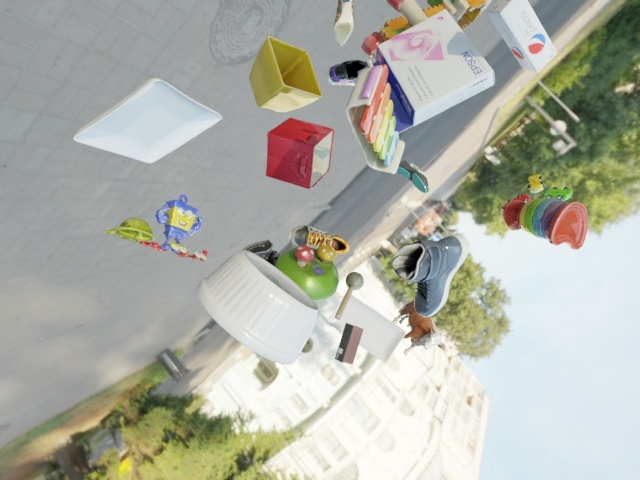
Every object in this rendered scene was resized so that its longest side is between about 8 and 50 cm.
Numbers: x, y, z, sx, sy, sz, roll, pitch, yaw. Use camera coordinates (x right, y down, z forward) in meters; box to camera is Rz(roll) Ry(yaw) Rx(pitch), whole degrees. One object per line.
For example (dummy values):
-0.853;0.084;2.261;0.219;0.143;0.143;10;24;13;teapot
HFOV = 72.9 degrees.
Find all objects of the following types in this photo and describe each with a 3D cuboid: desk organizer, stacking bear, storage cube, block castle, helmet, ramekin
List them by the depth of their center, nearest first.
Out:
-0.123;0.135;0.951;0.127;0.273;0.273;-51;172;1;ramekin
0.100;0.355;1.489;0.047;0.050;0.130;8;-103;55;desk organizer
-0.222;0.088;1.537;0.161;0.169;0.169;-33;171;-12;helmet
0.806;-0.081;1.610;0.289;0.175;0.164;26;-75;64;stacking bear
0.386;-0.838;1.632;0.453;0.213;0.303;-31;172;-29;block castle
-0.078;-0.333;1.646;0.215;0.193;0.183;-54;157;-49;storage cube

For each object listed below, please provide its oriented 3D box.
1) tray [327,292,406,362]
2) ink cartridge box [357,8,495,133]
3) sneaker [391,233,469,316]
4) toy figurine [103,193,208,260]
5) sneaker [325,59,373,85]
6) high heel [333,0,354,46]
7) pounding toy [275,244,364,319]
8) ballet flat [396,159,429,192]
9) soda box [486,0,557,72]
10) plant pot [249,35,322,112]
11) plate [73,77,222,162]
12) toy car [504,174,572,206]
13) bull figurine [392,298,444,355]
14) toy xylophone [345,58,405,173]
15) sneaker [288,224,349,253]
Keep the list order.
0.173;0.328;1.643;0.145;0.270;0.030;-56;167;-2;tray
0.303;-0.520;1.331;0.330;0.324;0.071;-25;149;10;ink cartridge box
0.219;0.089;0.964;0.163;0.086;0.226;-9;128;-32;sneaker
-0.558;-0.076;1.575;0.362;0.191;0.217;27;72;-47;toy figurine
0.175;-0.767;1.969;0.293;0.102;0.146;-24;-164;-36;sneaker
0.114;-1.073;2.045;0.261;0.093;0.186;97;-3;-52;high heel
0.002;0.071;1.153;0.183;0.237;0.110;-47;165;-51;pounding toy
0.393;-0.271;1.788;0.074;0.203;0.074;-25;140;-23;ballet flat
0.542;-0.557;1.163;0.074;0.216;0.069;-46;-150;13;soda box
-0.155;-0.616;1.681;0.187;0.212;0.212;-27;165;39;plant pot
-0.440;-0.309;1.129;0.278;0.045;0.277;-26;169;16;plate
0.907;-0.181;1.766;0.239;0.053;0.225;-43;-151;-21;toy car
0.402;0.362;1.792;0.188;0.101;0.310;-34;-157;23;bull figurine
0.156;-0.340;1.169;0.323;0.081;0.236;39;63;-60;toy xylophone
0.000;0.000;1.422;0.083;0.215;0.084;-169;-90;-69;sneaker
